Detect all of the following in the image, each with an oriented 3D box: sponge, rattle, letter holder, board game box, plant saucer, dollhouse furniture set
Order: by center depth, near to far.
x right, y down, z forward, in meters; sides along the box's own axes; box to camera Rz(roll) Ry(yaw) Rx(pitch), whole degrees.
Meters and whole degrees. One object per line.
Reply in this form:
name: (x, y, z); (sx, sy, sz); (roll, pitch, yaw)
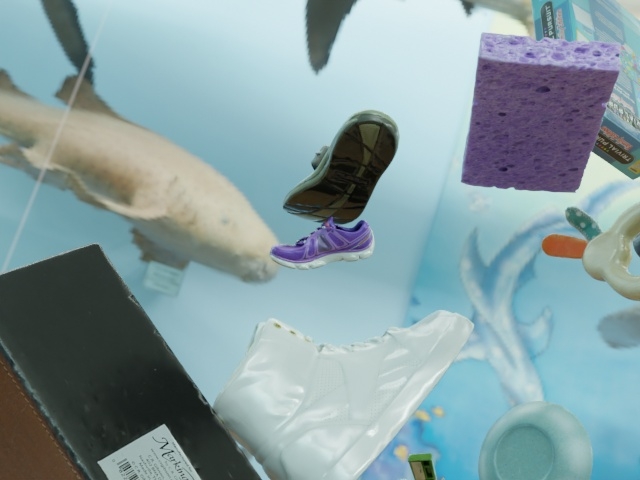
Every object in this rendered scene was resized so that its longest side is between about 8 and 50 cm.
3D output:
letter holder: (-0.203, 0.194, 0.819); (0.214, 0.302, 0.152); (-40, -8, 31)
sponge: (0.194, -0.109, 0.922); (0.117, 0.031, 0.210); (5, -26, 5)
rattle: (0.375, 0.023, 1.162); (0.142, 0.130, 0.199); (13, -13, -32)
dollhouse furniture set: (0.151, 0.393, 1.520); (0.076, 0.152, 0.059); (-7, -59, 19)
plant saucer: (0.320, 0.337, 1.555); (0.194, 0.195, 0.037); (5, -19, 42)
board game box: (0.491, -0.308, 1.804); (0.253, 0.336, 0.079); (26, -39, -33)

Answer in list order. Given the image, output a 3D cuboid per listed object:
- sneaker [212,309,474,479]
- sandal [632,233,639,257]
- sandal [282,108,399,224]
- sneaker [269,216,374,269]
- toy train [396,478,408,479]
sneaker: (0.021, 0.113, 0.961); (0.169, 0.292, 0.108); (39, -48, 11)
sandal: (0.708, 0.053, 1.919); (0.254, 0.097, 0.054); (26, -48, -17)
sandal: (0.040, -0.117, 1.622); (0.120, 0.086, 0.303); (21, -39, -18)
sneaker: (0.000, 0.000, 1.610); (0.169, 0.071, 0.068); (-11, 19, -9)
toy train: (0.095, 0.370, 1.164); (0.080, 0.184, 0.105); (15, -49, -23)
